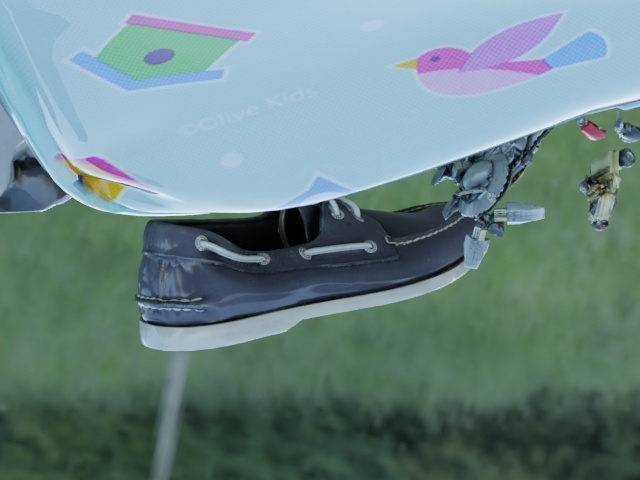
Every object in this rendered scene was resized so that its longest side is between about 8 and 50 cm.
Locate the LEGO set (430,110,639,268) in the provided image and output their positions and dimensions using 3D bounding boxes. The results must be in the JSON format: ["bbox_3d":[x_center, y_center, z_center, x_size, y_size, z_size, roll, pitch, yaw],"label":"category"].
[{"bbox_3d":[0.053,-0.023,0.540,0.023,0.054,0.083,28,150,-30],"label":"LEGO set"}]

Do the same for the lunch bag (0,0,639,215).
[{"bbox_3d":[0.047,-0.118,0.387,0.279,0.108,0.224,-18,153,1],"label":"lunch bag"}]

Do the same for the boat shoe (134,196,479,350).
[{"bbox_3d":[0.000,0.000,0.943,0.206,0.065,0.075,-16,-166,-36],"label":"boat shoe"}]

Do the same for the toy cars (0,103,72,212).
[{"bbox_3d":[-0.165,0.047,0.496,0.087,0.393,0.176,6,155,25],"label":"toy cars"}]
